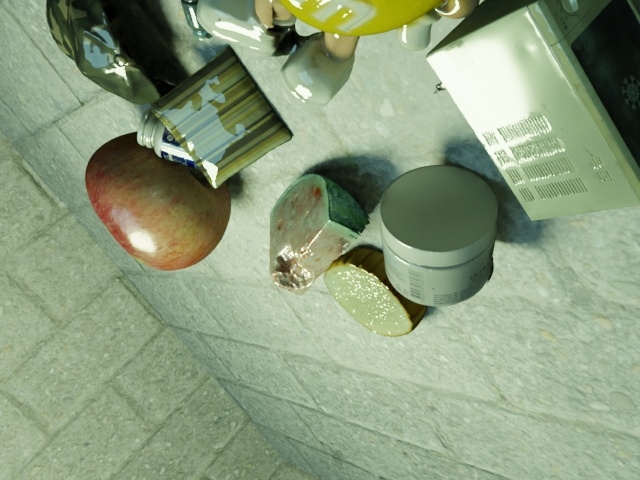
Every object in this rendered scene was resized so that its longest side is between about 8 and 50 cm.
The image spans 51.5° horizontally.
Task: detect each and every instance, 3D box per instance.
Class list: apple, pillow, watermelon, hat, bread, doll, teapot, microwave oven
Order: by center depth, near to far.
[{"bbox_3d":[0.005,-0.301,0.703,0.348,0.161,0.423,9,159,7],"label":"doll"},{"bbox_3d":[0.263,-0.162,0.734,0.240,0.145,0.194,52,156,-16],"label":"microwave oven"},{"bbox_3d":[-0.220,-0.402,1.171,0.063,0.049,0.083,30,151,26],"label":"teapot"},{"bbox_3d":[0.000,0.000,1.284,0.148,0.226,0.318,24,173,-21],"label":"watermelon"},{"bbox_3d":[-0.192,-0.231,1.290,0.208,0.052,0.212,-29,109,22],"label":"pillow"},{"bbox_3d":[-0.477,-0.405,1.378,0.381,0.257,0.366,-3,128,32],"label":"hat"},{"bbox_3d":[0.117,0.111,1.424,0.236,0.070,0.236,33,150,21],"label":"bread"},{"bbox_3d":[-0.363,-0.103,1.539,0.345,0.269,0.345,57,180,-1],"label":"apple"}]

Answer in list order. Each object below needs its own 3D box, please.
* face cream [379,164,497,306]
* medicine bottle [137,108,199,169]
[{"bbox_3d":[0.184,-0.005,1.038,0.177,0.177,0.153,28,152,29],"label":"face cream"},{"bbox_3d":[-0.280,-0.213,1.400,0.191,0.107,0.107,17,151,0],"label":"medicine bottle"}]
